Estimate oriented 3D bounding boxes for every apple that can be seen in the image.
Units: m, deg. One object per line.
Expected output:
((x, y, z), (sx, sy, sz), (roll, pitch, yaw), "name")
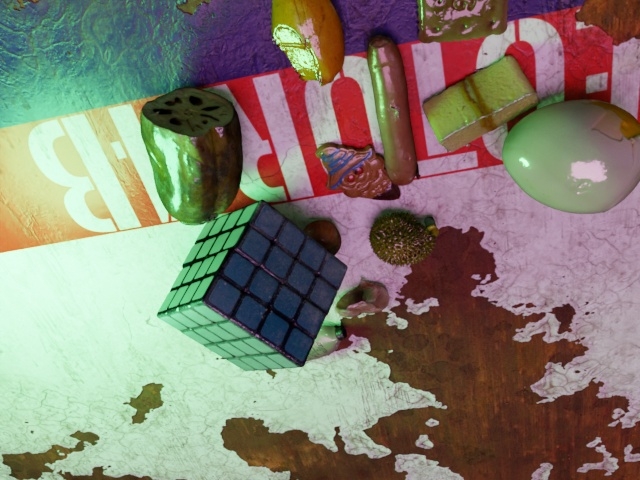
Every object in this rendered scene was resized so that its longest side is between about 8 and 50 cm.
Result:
((-0.003, -0.001, 1.932), (0.126, 0.102, 0.126), (-2, 133, -2), "apple")

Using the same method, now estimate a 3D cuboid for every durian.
((0.235, 0.006, 1.901), (0.198, 0.146, 0.159), (15, 130, -6), "durian")

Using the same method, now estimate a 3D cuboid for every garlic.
((0.130, 0.195, 2.100), (0.175, 0.099, 0.124), (-15, 146, 19), "garlic")

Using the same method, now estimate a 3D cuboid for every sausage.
((0.187, -0.320, 1.672), (0.094, 0.094, 0.418), (-33, 130, -22), "sausage")

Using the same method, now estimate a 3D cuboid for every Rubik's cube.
((-0.189, 0.140, 1.831), (0.344, 0.337, 0.344), (36, 151, -23), "Rubik's cube")

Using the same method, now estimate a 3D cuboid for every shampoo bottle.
((-0.027, 0.353, 2.232), (0.257, 0.078, 0.127), (-22, 120, 21), "shampoo bottle")

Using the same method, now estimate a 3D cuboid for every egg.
((0.630, -0.211, 1.633), (0.345, 0.283, 0.283), (11, 129, 8), "egg")

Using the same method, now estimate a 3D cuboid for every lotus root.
((-0.326, -0.200, 1.696), (0.251, 0.250, 0.345), (3, 129, -1), "lotus root")

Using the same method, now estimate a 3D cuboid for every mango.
((-0.029, -0.490, 1.524), (0.154, 0.126, 0.252), (-9, 122, 23), "mango")

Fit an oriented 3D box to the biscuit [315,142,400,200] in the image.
((0.108, -0.183, 1.827), (0.280, 0.043, 0.183), (32, 126, -18), "biscuit")

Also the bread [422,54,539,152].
((0.404, -0.333, 1.653), (0.266, 0.141, 0.178), (-30, 107, 21), "bread")

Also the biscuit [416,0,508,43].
((0.319, -0.605, 1.471), (0.217, 0.044, 0.324), (-3, 129, 6), "biscuit")
